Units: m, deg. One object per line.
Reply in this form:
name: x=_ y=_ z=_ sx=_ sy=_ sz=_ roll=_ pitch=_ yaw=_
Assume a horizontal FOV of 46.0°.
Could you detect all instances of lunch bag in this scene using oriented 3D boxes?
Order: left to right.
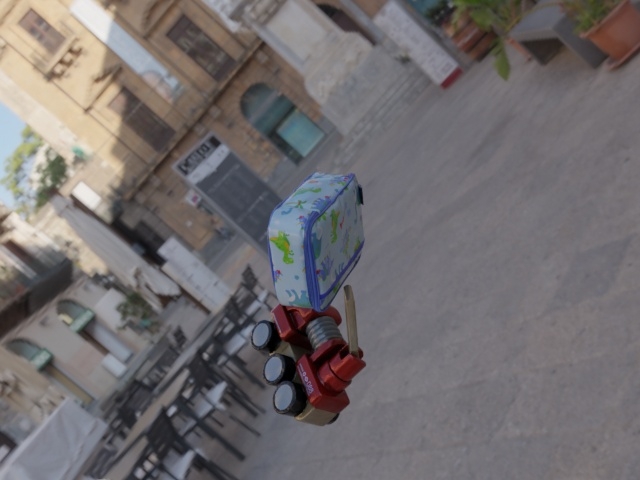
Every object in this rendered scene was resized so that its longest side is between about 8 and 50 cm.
lunch bag: x=0.000 y=0.000 z=1.198 sx=0.219 sy=0.090 sz=0.176 roll=-49 pitch=-39 yaw=-55

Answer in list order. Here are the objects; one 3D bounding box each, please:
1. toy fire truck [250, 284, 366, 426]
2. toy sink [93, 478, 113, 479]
toy fire truck: x=0.003 y=0.163 z=1.296 sx=0.246 sy=0.158 sz=0.217 roll=-45 pitch=44 yaw=20
toy sink: x=-0.293 y=0.332 z=0.805 sx=0.153 sy=0.131 sz=0.234 roll=-3 pitch=-17 yaw=-21
